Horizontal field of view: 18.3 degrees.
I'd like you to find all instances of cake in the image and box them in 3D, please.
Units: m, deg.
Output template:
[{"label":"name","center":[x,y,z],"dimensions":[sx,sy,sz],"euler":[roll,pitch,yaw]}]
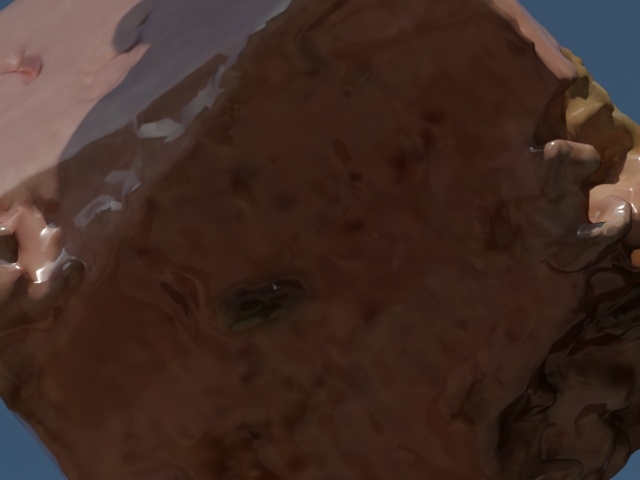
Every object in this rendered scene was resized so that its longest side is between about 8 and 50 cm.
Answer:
[{"label":"cake","center":[0.000,0.000,0.916],"dimensions":[0.314,0.293,0.307],"euler":[-39,-66,1]}]
